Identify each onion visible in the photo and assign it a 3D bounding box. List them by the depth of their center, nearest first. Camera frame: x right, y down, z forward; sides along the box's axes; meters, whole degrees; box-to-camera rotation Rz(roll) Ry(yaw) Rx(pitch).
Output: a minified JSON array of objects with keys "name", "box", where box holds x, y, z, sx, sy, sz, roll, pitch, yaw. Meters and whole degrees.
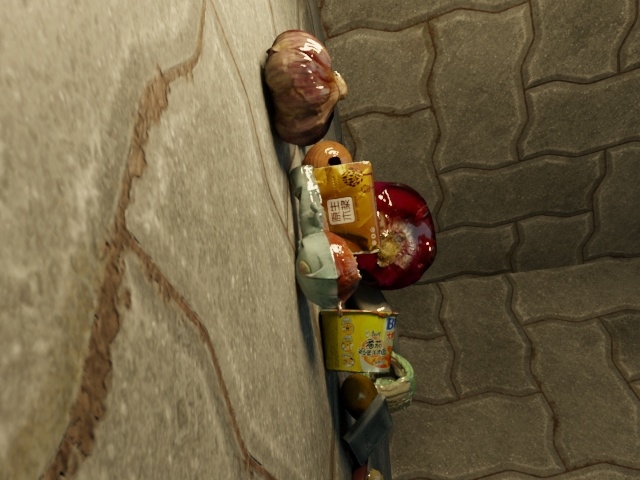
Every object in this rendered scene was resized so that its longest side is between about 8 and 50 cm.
[{"name":"onion","box":[0.216,-0.011,2.084,0.420,0.399,0.397,159,-76,-75]}]

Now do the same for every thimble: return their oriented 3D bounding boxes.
[{"name":"thimble","box":[0.239,0.514,2.050,0.219,0.219,0.150,-88,170,-52]}]

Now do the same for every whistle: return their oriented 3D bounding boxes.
[{"name":"whistle","box":[0.001,0.000,1.202,0.142,0.134,0.345,42,32,-65]}]

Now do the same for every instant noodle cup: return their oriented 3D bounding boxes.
[{"name":"instant noodle cup","box":[0.091,0.249,1.397,0.205,0.205,0.152,50,42,-76]}]

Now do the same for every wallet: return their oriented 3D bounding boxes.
[{"name":"wallet","box":[0.137,0.528,1.564,0.167,0.036,0.222,-45,146,-20]}]

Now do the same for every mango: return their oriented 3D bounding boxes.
[{"name":"mango","box":[0.113,0.449,1.605,0.195,0.098,0.137,43,28,-73]}]

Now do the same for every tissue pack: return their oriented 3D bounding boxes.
[{"name":"tissue pack","box":[0.049,-0.074,1.386,0.092,0.184,0.225,-46,128,-83]}]

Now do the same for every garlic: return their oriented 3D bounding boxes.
[{"name":"garlic","box":[-0.025,-0.317,1.180,0.245,0.161,0.244,2,90,-82]}]

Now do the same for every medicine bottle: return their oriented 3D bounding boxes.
[{"name":"medicine bottle","box":[0.207,0.309,2.197,0.282,0.123,0.375,58,-9,40]}]

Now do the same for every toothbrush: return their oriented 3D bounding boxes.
[{"name":"toothbrush","box":[0.110,0.666,1.589,0.364,0.041,0.040,-39,121,-80]}]

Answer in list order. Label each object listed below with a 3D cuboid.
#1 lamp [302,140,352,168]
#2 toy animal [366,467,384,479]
[{"name":"lamp","box":[0.020,-0.194,1.481,0.136,0.137,0.136,-8,90,-83]},{"name":"toy animal","box":[0.151,0.747,1.571,0.186,0.094,0.214,60,17,18]}]
